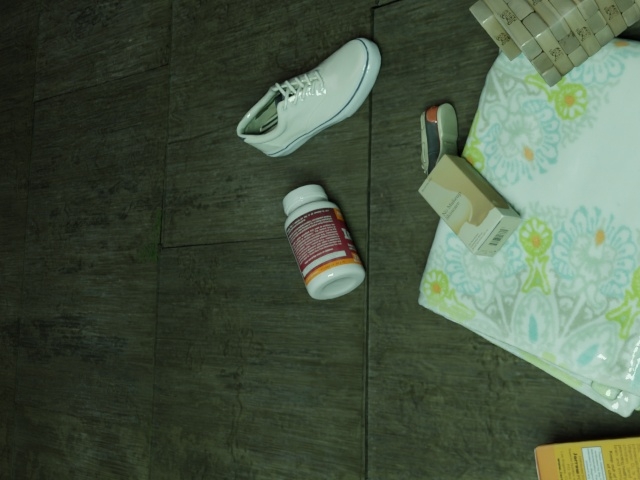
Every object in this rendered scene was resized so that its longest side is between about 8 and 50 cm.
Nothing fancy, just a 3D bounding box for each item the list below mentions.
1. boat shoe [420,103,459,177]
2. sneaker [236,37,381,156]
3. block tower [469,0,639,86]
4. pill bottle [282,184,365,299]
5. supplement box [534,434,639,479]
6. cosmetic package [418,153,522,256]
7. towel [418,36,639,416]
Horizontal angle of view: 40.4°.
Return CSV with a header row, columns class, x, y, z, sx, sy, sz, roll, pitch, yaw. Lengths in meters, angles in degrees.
class,x,y,z,sx,sy,sz,roll,pitch,yaw
boat shoe,0.151,-0.109,1.126,0.043,0.049,0.136,-11,75,46
sneaker,-0.021,-0.205,1.273,0.258,0.091,0.094,-39,60,34
block tower,0.325,-0.300,0.894,0.335,0.091,0.097,-37,54,17
pill bottle,0.000,0.000,1.231,0.086,0.086,0.152,-39,60,34
supplement box,0.341,0.234,0.881,0.233,0.078,0.080,-20,72,41
cosmetic package,0.169,-0.041,0.992,0.060,0.041,0.115,-57,49,24
towel,0.283,-0.038,0.963,0.321,0.090,0.374,27,103,42
